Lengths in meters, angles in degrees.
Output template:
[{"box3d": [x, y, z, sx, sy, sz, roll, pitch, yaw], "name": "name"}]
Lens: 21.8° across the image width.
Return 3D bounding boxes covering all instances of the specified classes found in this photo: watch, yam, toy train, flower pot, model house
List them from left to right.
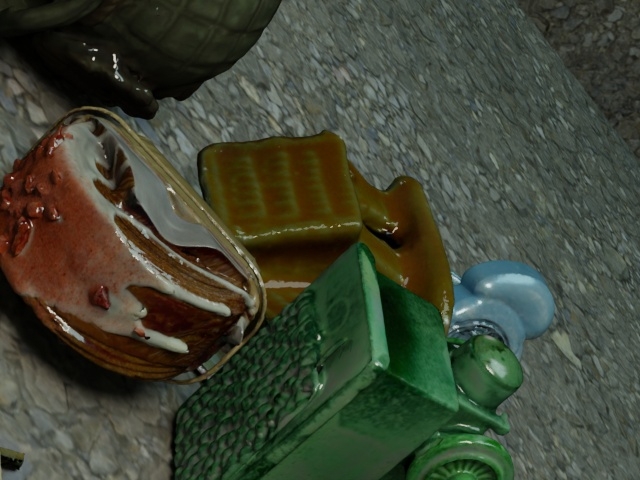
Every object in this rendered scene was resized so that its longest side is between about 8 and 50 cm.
[{"box3d": [-0.230, 0.136, 1.080, 0.107, 0.014, 0.014, 24, 39, -53], "name": "yam"}, {"box3d": [-0.169, -0.260, 1.422, 0.213, 0.302, 0.302, 15, 45, -40], "name": "flower pot"}, {"box3d": [-0.009, 0.030, 1.462, 0.239, 0.173, 0.268, 37, 27, -40], "name": "model house"}, {"box3d": [0.027, 0.152, 1.270, 0.202, 0.266, 0.145, 31, 32, -27], "name": "toy train"}, {"box3d": [0.107, 0.074, 1.668, 0.211, 0.211, 0.193, 43, 5, -29], "name": "watch"}]

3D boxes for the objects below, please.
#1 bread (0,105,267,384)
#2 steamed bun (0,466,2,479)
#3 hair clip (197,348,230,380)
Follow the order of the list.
[{"box3d": [-0.151, 0.011, 1.255, 0.224, 0.142, 0.212, 48, 19, 4], "name": "bread"}, {"box3d": [-0.249, 0.132, 0.760, 0.206, 0.275, 0.320, 0, 36, -20], "name": "steamed bun"}, {"box3d": [-0.106, 0.074, 1.406, 0.137, 0.022, 0.054, 58, 23, 2], "name": "hair clip"}]
